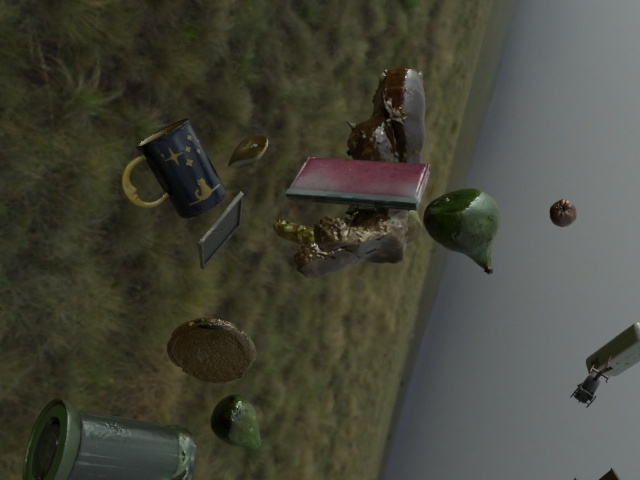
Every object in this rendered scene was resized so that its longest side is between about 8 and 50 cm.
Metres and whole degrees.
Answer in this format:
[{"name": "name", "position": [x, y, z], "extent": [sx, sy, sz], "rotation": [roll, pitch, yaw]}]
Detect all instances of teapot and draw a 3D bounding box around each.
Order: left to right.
[{"name": "teapot", "position": [-0.454, 0.469, 1.437], "extent": [0.336, 0.270, 0.201], "rotation": [24, 80, -37]}]

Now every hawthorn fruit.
[{"name": "hawthorn fruit", "position": [0.611, -0.061, 1.645], "extent": [0.103, 0.066, 0.067], "rotation": [40, 65, -61]}]

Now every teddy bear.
[{"name": "teddy bear", "position": [0.086, -0.059, 1.397], "extent": [0.246, 0.295, 0.223], "rotation": [-45, -128, 53]}]

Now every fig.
[{"name": "fig", "position": [-0.212, 0.491, 1.740], "extent": [0.123, 0.156, 0.123], "rotation": [-44, -166, 14]}, {"name": "fig", "position": [0.395, -0.014, 1.774], "extent": [0.203, 0.203, 0.235], "rotation": [-57, 130, -60]}]

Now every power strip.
[{"name": "power strip", "position": [0.860, 0.306, 1.836], "extent": [0.338, 0.098, 0.058], "rotation": [104, -12, -58]}]

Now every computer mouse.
[{"name": "computer mouse", "position": [-0.246, -0.294, 2.170], "extent": [0.199, 0.045, 0.102], "rotation": [-7, -128, 52]}]

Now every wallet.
[{"name": "wallet", "position": [0.067, -0.103, 1.135], "extent": [0.119, 0.232, 0.025], "rotation": [-64, 152, -43]}]

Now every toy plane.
[{"name": "toy plane", "position": [0.524, 0.275, 1.264], "extent": [0.060, 0.037, 0.145], "rotation": [-44, 157, -33]}]

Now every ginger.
[{"name": "ginger", "position": [0.197, -0.352, 1.925], "extent": [0.176, 0.254, 0.419], "rotation": [147, -45, -60]}]

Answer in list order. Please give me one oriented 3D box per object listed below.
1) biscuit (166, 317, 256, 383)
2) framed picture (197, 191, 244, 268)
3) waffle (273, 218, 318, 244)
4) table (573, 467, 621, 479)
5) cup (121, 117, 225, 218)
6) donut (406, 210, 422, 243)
[{"name": "biscuit", "position": [-0.271, 0.275, 1.637], "extent": [0.042, 0.225, 0.226], "rotation": [-84, -179, -54]}, {"name": "framed picture", "position": [-0.324, -0.025, 2.130], "extent": [0.213, 0.016, 0.289], "rotation": [-52, 176, -19]}, {"name": "waffle", "position": [-0.003, -0.001, 1.981], "extent": [0.300, 0.281, 0.058], "rotation": [-171, -82, -72]}, {"name": "table", "position": [0.659, 0.640, 1.454], "extent": [0.227, 0.167, 0.167], "rotation": [-107, -160, -53]}, {"name": "cup", "position": [-0.442, -0.190, 1.939], "extent": [0.256, 0.254, 0.178], "rotation": [64, 0, -20]}, {"name": "donut", "position": [0.219, -0.054, 2.300], "extent": [0.208, 0.261, 0.128], "rotation": [41, 33, -41]}]
